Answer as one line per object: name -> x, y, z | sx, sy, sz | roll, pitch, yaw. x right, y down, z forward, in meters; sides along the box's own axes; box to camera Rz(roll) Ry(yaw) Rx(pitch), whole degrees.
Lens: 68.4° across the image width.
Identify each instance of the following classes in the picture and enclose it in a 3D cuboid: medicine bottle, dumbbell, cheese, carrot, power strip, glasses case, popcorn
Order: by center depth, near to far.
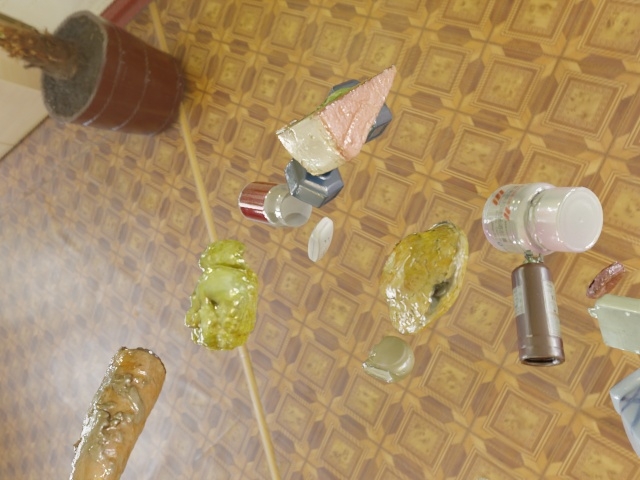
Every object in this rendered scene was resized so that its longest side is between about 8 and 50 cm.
carrot -> -0.290, 0.269, 0.663 | 0.102, 0.102, 0.263 | -47, 22, 21
power strip -> 0.672, 0.182, 0.925 | 0.270, 0.046, 0.118 | 9, 126, 61
dumbbell -> 0.035, -0.226, 1.135 | 0.316, 0.143, 0.156 | -52, 48, 47
popcorn -> -0.252, 0.157, 1.268 | 0.173, 0.225, 0.286 | 2, 68, 3
glasses case -> 0.000, 0.000, 1.329 | 0.049, 0.197, 0.076 | 32, 66, 11
medicine bottle -> -0.138, -0.107, 1.392 | 0.250, 0.131, 0.131 | 13, 95, 53
medicine bottle -> 0.753, -0.072, 1.621 | 0.325, 0.256, 0.256 | -168, 85, -67
cheese -> 0.265, 0.438, 1.758 | 0.175, 0.202, 0.091 | 9, 123, 25

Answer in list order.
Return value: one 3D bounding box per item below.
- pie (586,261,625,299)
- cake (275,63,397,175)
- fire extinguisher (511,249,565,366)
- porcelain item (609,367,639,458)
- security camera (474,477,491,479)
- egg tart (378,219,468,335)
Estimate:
pie -> 0.892, 0.130, 1.473 | 0.038, 0.153, 0.154 | 46, 111, 38
cake -> 0.041, -0.187, 0.731 | 0.109, 0.225, 0.090 | -15, 114, 47
fire extinguisher -> 0.385, 0.110, 0.848 | 0.071, 0.099, 0.231 | -7, 57, 23
porcelain item -> 0.889, 0.474, 1.147 | 0.178, 0.405, 0.242 | 45, 104, -6
security camera -> 0.194, 0.327, 0.431 | 0.194, 0.194, 0.236 | 27, 141, 29
egg tart -> 0.335, 0.111, 1.650 | 0.178, 0.443, 0.443 | 25, 104, -10
